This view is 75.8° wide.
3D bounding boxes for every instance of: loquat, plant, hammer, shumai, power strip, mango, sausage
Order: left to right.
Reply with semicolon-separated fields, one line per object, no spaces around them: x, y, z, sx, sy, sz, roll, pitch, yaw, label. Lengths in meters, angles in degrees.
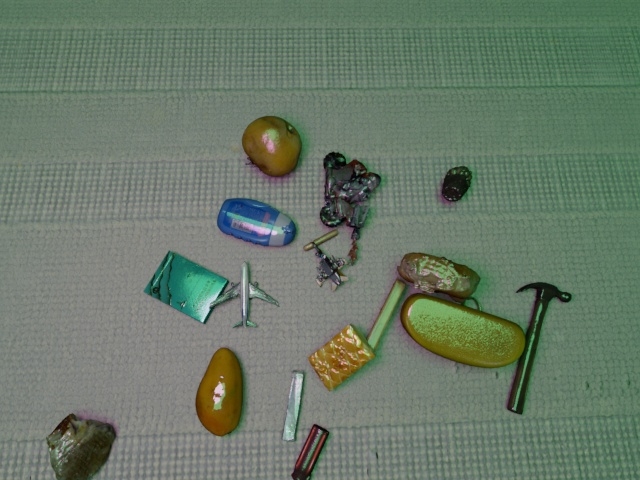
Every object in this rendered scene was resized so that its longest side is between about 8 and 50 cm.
-0.715;0.599;1.185;0.142;0.184;0.184;14;73;27;shumai
-0.304;0.454;1.244;0.138;0.113;0.253;-1;73;-3;mango
-0.166;-0.325;1.431;0.213;0.213;0.213;0;75;-2;loquat
0.000;0.000;1.425;0.132;0.024;0.024;-28;77;-10;sausage
0.203;0.257;1.339;0.044;0.064;0.305;27;76;9;power strip
0.482;-0.200;1.454;0.094;0.092;0.143;50;52;-25;plant
0.690;0.343;1.342;0.168;0.044;0.440;21;75;3;hammer

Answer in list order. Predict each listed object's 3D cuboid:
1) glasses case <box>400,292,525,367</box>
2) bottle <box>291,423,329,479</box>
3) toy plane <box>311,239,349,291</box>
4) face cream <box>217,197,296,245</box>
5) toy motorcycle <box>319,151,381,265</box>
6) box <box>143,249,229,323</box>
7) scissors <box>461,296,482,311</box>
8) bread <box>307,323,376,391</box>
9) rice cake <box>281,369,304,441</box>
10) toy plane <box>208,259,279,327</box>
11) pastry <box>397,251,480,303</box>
0.430;0.288;1.292;0.371;0.141;0.173;17;85;5;glasses case
-0.031;0.642;1.230;0.060;0.060;0.164;26;76;5;bottle
0.016;0.077;1.374;0.135;0.062;0.188;-39;86;21;toy plane
-0.211;-0.059;1.403;0.264;0.083;0.149;18;75;3;face cream
0.101;-0.120;1.406;0.207;0.134;0.401;2;71;6;toy motorcycle
-0.441;0.152;1.359;0.226;0.042;0.161;26;74;5;box
0.547;0.275;1.365;0.204;0.027;0.101;36;79;10;scissors
0.064;0.357;1.271;0.188;0.068;0.125;-42;78;14;bread
-0.081;0.511;1.276;0.043;0.034;0.211;7;75;9;rice cake
-0.249;0.178;1.346;0.226;0.058;0.226;1;68;-14;toy plane
0.369;0.117;1.302;0.257;0.236;0.120;16;86;14;pastry
